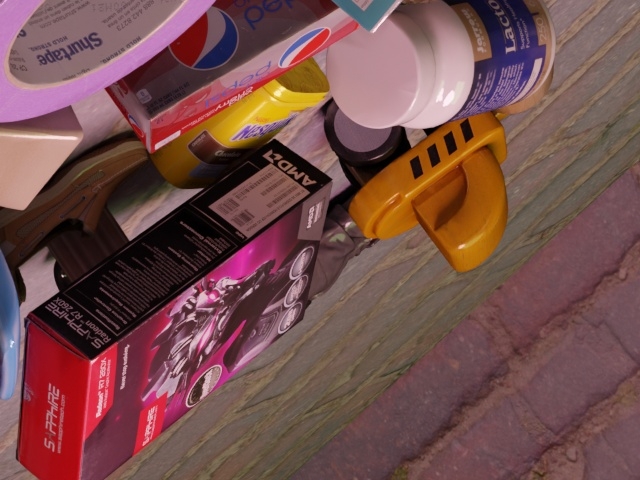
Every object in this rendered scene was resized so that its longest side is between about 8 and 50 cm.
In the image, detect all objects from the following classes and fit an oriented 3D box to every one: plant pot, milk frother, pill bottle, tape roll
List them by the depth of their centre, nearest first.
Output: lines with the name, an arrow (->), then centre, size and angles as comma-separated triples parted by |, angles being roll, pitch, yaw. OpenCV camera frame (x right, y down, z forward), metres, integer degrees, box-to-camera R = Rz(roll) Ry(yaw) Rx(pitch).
tape roll -> -0.184, -0.210, 1.486 | 0.274, 0.090, 0.275 | -33, 166, -10
plant pot -> -0.280, -0.098, 1.613 | 0.096, 0.109, 0.109 | -1, 145, -47
milk frother -> -0.261, 0.050, 2.080 | 0.129, 0.135, 0.143 | -44, 163, 31
pill bottle -> 0.132, -0.205, 2.133 | 0.264, 0.153, 0.153 | -20, 159, -50

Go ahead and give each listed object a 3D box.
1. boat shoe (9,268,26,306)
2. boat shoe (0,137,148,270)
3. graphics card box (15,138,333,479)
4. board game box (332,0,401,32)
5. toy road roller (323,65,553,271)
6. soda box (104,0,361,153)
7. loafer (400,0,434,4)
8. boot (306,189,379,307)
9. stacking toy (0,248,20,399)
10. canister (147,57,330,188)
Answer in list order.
boat shoe -> -0.331, 0.037, 2.040 | 0.048, 0.056, 0.153 | -30, 159, -5
boat shoe -> -0.247, -0.032, 1.965 | 0.190, 0.072, 0.068 | -33, 166, -12
graphics card box -> -0.148, 0.079, 1.997 | 0.371, 0.094, 0.233 | -39, 153, -38
board game box -> 0.143, -0.340, 1.622 | 0.254, 0.079, 0.336 | -47, -178, 36
toy road roller -> 0.178, -0.114, 2.363 | 0.329, 0.241, 0.202 | -35, 167, -1
soda box -> -0.073, -0.193, 1.799 | 0.263, 0.092, 0.083 | -32, 165, -15
loafer -> 0.159, -0.319, 1.961 | 0.268, 0.092, 0.102 | -25, 171, 27
boot -> 0.000, 0.000, 2.646 | 0.222, 0.118, 0.338 | -40, 177, 4
stacking toy -> -0.440, 0.096, 1.822 | 0.301, 0.175, 0.166 | -18, 158, -20
canister -> -0.087, -0.130, 2.028 | 0.170, 0.073, 0.126 | -40, 166, 24
